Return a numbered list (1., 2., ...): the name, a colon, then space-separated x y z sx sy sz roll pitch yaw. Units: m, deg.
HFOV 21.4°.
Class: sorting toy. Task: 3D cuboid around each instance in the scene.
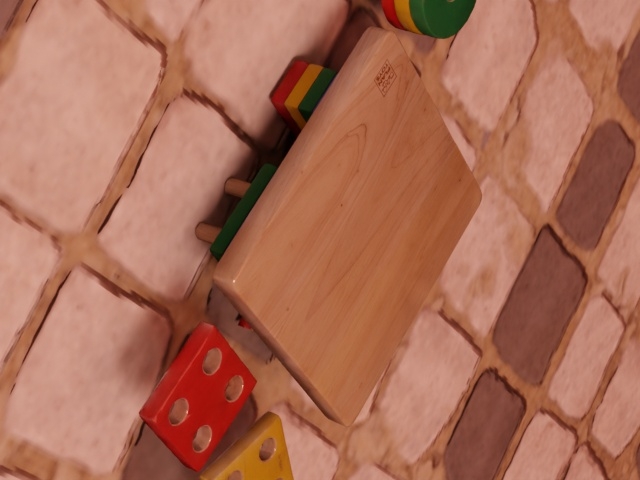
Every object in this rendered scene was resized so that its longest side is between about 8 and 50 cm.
1. sorting toy: 0.000 0.000 0.749 0.274 0.046 0.132 -59 144 -18
